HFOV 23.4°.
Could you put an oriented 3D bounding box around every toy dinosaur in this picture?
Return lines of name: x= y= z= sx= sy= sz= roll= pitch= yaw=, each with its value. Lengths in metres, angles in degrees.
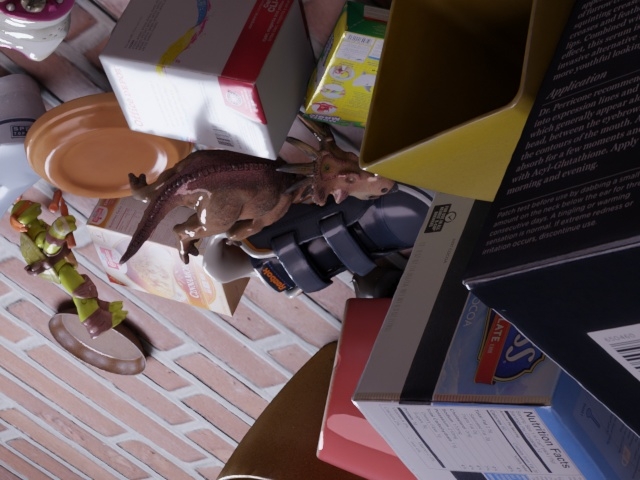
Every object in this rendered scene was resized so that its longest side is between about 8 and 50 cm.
toy dinosaur: x=-0.084 y=-0.064 z=1.666 sx=0.200 sy=0.296 sz=0.127 roll=-22 pitch=85 yaw=56

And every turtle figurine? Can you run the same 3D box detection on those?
turtle figurine: x=-0.342 y=0.026 z=2.024 sx=0.217 sy=0.087 sz=0.269 roll=55 pitch=162 yaw=-13

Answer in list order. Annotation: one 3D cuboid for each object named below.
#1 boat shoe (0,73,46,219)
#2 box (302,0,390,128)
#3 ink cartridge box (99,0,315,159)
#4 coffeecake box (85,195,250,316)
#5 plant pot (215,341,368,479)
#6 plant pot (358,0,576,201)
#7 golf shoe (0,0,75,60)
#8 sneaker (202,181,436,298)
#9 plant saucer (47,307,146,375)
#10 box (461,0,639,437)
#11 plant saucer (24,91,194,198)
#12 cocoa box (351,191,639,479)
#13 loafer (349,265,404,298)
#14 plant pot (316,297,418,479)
boat shoe: x=-0.463 y=-0.107 z=1.962 sx=0.136 sy=0.156 sz=0.367 roll=11 pitch=149 yaw=-36
box: x=0.050 y=-0.168 z=1.565 sx=0.105 sy=0.043 sz=0.179 roll=11 pitch=150 yaw=-12
ink cartridge box: x=-0.114 y=-0.183 z=1.597 sx=0.176 sy=0.127 sz=0.128 roll=12 pitch=149 yaw=18
coffeecake box: x=-0.198 y=0.015 z=2.031 sx=0.185 sy=0.068 sz=0.142 roll=15 pitch=150 yaw=17
plant pot: x=0.011 y=0.276 z=2.106 sx=0.237 sy=0.254 sz=0.237 roll=19 pitch=149 yaw=12
plant pot: x=0.186 y=-0.143 z=1.388 sx=0.187 sy=0.212 sz=0.212 roll=27 pitch=152 yaw=-30
golf shoe: x=-0.413 y=-0.281 z=1.679 sx=0.306 sy=0.115 sz=0.140 roll=24 pitch=153 yaw=3
sneaker: x=0.000 y=0.000 z=1.811 sx=0.321 sy=0.127 sz=0.126 roll=-5 pitch=138 yaw=38
plant saucer: x=-0.340 y=0.152 z=2.389 sx=0.168 sy=0.029 sz=0.168 roll=19 pitch=150 yaw=11
box: x=0.333 y=-0.055 z=1.211 sx=0.293 sy=0.395 sz=0.212 roll=41 pitch=147 yaw=-24
plant saucer: x=-0.246 y=-0.104 z=1.817 sx=0.200 sy=0.037 sz=0.200 roll=-7 pitch=152 yaw=-4
cocoa box: x=0.230 y=0.085 z=1.555 sx=0.228 sy=0.347 sz=0.231 roll=-3 pitch=139 yaw=38
loafer: x=0.088 y=0.105 z=1.976 sx=0.078 sy=0.080 sz=0.220 roll=33 pitch=148 yaw=35
plant pot: x=0.131 y=0.184 z=1.815 sx=0.243 sy=0.275 sz=0.275 roll=11 pitch=149 yaw=1
